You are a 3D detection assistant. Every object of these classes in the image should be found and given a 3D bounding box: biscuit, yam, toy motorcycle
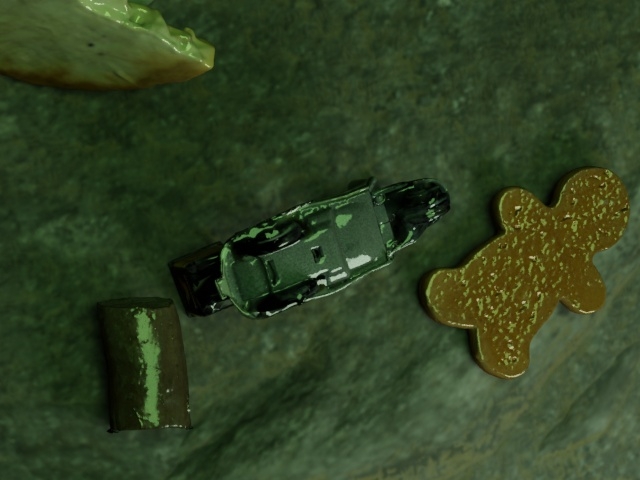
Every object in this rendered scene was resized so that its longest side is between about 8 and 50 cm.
[{"bbox_3d":[0.224,0.021,2.053,0.250,0.036,0.165,-46,105,-14],"label":"biscuit"},{"bbox_3d":[-0.166,0.118,1.868,0.084,0.084,0.127,-6,93,-22],"label":"yam"},{"bbox_3d":[0.000,0.000,1.900,0.263,0.157,0.091,-22,99,-20],"label":"toy motorcycle"},{"bbox_3d":[-0.264,-0.200,1.773,0.309,0.204,0.040,22,65,-38],"label":"biscuit"}]

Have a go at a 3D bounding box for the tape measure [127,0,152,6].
[{"bbox_3d":[-0.257,-0.326,1.824,0.258,0.130,0.265,18,81,-18],"label":"tape measure"}]
